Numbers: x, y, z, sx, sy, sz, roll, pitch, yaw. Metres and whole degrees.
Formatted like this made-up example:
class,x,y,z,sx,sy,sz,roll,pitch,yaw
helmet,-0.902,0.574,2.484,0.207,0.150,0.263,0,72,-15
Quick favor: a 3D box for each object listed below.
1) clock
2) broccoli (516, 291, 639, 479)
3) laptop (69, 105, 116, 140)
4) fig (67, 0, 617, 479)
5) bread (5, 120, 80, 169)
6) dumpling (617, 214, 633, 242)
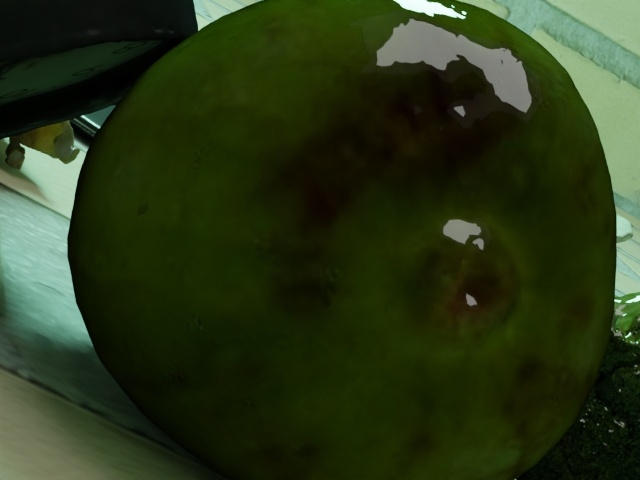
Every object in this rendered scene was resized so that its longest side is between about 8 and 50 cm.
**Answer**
class,x,y,z,sx,sy,sz,roll,pitch,yaw
clock,-0.137,-0.072,0.738,0.184,0.184,0.040,-1,75,-72
broccoli,0.143,0.084,0.852,0.162,0.138,0.146,43,-19,-13
laptop,-0.143,-0.080,1.174,0.180,0.016,0.129,32,10,13
fig,0.000,0.000,0.707,0.203,0.203,0.225,25,-8,-30
bread,-0.185,-0.132,0.943,0.147,0.152,0.127,14,16,-32
dumpling,0.173,-0.006,1.526,0.127,0.108,0.188,-20,22,-29
